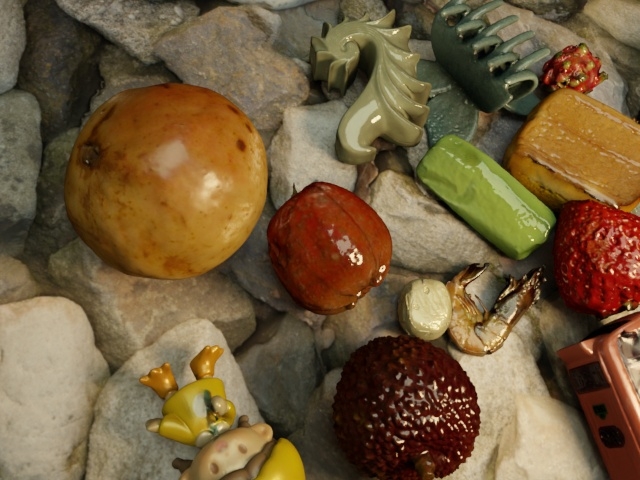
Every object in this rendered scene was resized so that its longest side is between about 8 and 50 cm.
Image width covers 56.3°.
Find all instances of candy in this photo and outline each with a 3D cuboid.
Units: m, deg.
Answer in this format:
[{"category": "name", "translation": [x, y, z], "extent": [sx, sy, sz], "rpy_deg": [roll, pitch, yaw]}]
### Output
[{"category": "candy", "translation": [0.388, -0.104, 1.410], "extent": [0.343, 0.142, 0.132], "rpy_deg": [42, 73, 9]}]

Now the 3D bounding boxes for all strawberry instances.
[{"category": "strawberry", "translation": [0.625, 0.032, 1.329], "extent": [0.257, 0.257, 0.277], "rpy_deg": [-19, 76, -21]}]

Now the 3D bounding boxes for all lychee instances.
[{"category": "lychee", "translation": [0.153, 0.309, 1.094], "extent": [0.275, 0.276, 0.304], "rpy_deg": [5, 33, -11]}]

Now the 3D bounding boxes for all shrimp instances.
[{"category": "shrimp", "translation": [0.379, 0.125, 1.346], "extent": [0.178, 0.075, 0.289], "rpy_deg": [41, 76, 10]}]

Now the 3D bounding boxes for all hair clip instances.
[{"category": "hair clip", "translation": [0.400, -0.447, 1.521], "extent": [0.392, 0.238, 0.318], "rpy_deg": [-26, 71, -22]}]

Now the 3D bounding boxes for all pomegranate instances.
[{"category": "pomegranate", "translation": [-0.269, -0.096, 1.142], "extent": [0.410, 0.410, 0.410], "rpy_deg": [5, 64, -11]}]

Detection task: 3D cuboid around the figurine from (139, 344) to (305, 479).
[{"category": "figurine", "translation": [-0.168, 0.359, 1.044], "extent": [0.215, 0.187, 0.344], "rpy_deg": [-26, 68, -13]}]

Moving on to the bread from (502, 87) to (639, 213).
[{"category": "bread", "translation": [0.653, -0.206, 1.512], "extent": [0.337, 0.148, 0.328], "rpy_deg": [31, 61, 11]}]

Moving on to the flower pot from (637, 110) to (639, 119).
[{"category": "flower pot", "translation": [1.091, -0.332, 1.612], "extent": [0.330, 0.293, 0.293], "rpy_deg": [45, 64, 1]}]

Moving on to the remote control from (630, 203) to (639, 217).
[{"category": "remote control", "translation": [0.768, -0.072, 1.536], "extent": [0.097, 0.045, 0.256], "rpy_deg": [38, 66, 16]}]

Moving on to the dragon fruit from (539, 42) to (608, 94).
[{"category": "dragon fruit", "translation": [0.684, -0.446, 1.624], "extent": [0.166, 0.160, 0.172], "rpy_deg": [12, 44, 32]}]

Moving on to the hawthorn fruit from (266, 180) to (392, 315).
[{"category": "hawthorn fruit", "translation": [0.013, 0.018, 1.207], "extent": [0.262, 0.258, 0.258], "rpy_deg": [46, 62, -13]}]

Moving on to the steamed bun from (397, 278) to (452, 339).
[{"category": "steamed bun", "translation": [0.222, 0.151, 1.276], "extent": [0.112, 0.091, 0.130], "rpy_deg": [4, 67, -6]}]

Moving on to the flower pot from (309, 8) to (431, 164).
[{"category": "flower pot", "translation": [0.127, -0.374, 1.461], "extent": [0.254, 0.164, 0.367], "rpy_deg": [-14, 73, -7]}]

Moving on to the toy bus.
[{"category": "toy bus", "translation": [0.676, 0.367, 1.223], "extent": [0.233, 0.203, 0.427], "rpy_deg": [-12, 71, -13]}]
